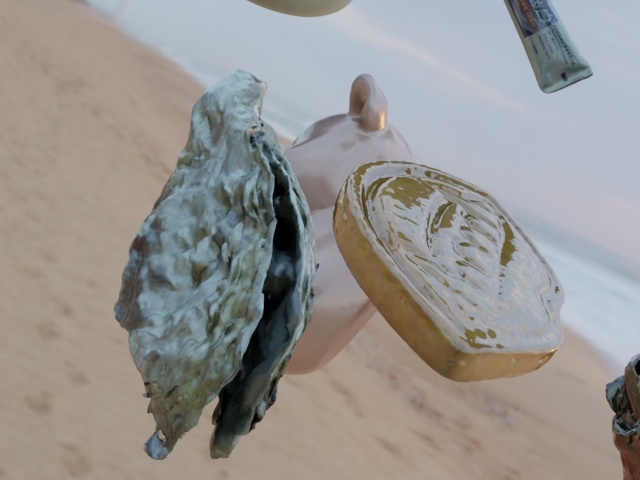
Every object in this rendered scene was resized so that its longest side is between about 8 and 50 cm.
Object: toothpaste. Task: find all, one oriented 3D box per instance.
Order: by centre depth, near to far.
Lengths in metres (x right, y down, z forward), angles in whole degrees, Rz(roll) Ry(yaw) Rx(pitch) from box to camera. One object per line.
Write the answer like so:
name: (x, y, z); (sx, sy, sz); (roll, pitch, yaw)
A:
toothpaste: (0.220, -0.272, 1.541); (0.233, 0.060, 0.038); (64, 1, 0)

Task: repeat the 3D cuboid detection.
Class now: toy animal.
toy animal: (0.004, -0.002, 1.228); (0.154, 0.250, 0.166); (21, -17, 14)

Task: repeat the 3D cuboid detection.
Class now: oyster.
oyster: (-0.077, 0.023, 1.017); (0.112, 0.198, 0.268); (17, 41, -22)

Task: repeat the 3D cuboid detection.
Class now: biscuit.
biscuit: (0.071, 0.008, 0.766); (0.142, 0.029, 0.221); (34, 24, 0)

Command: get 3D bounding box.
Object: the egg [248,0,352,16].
egg: (-0.053, -0.352, 1.558); (0.264, 0.183, 0.183); (39, -3, -30)

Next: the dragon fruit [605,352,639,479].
dragon fruit: (0.392, 0.208, 1.312); (0.299, 0.244, 0.244); (38, 4, -4)
